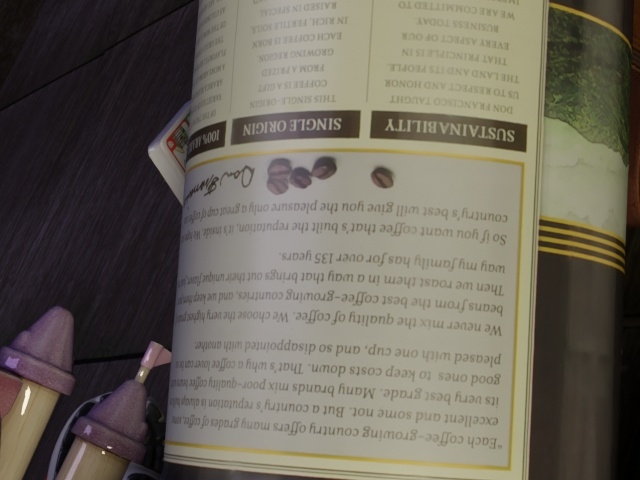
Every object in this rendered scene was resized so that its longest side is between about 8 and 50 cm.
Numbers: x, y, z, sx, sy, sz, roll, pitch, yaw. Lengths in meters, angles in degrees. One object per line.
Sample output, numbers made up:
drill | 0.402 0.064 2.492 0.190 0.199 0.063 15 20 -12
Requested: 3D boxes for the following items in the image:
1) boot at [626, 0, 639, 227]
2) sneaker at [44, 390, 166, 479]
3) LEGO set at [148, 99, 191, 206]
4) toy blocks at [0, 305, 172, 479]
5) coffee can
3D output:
boot | 0.213 -0.105 0.623 0.264 0.096 0.280 -57 24 5
sneaker | -0.190 0.247 1.071 0.279 0.107 0.118 -62 4 -13
LEGO set | 0.000 0.000 0.793 0.060 0.244 0.182 -16 28 35
toy blocks | -0.235 0.146 0.877 0.309 0.288 0.260 17 80 36
coffee can | 0.036 -0.012 0.629 0.201 0.201 0.275 -10 75 62
